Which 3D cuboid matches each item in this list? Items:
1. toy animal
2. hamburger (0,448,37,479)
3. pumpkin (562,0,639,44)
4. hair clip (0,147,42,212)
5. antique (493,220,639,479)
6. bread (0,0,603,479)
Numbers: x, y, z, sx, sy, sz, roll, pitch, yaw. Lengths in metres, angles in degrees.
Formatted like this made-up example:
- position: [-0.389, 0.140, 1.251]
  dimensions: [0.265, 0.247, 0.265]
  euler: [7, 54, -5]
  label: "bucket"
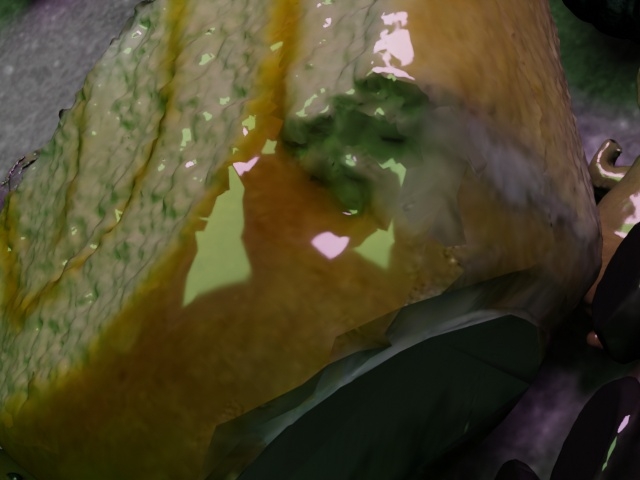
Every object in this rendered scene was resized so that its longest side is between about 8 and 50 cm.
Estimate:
- position: [0.202, -0.022, 0.793]
  dimensions: [0.101, 0.103, 0.219]
  euler: [33, 80, 16]
  label: "toy animal"
- position: [-0.149, 0.232, 0.717]
  dimensions: [0.288, 0.168, 0.192]
  euler: [24, 60, -4]
  label: "hamburger"
- position: [0.228, -0.216, 0.844]
  dimensions: [0.194, 0.150, 0.194]
  euler: [-19, 37, 15]
  label: "pumpkin"
- position: [-0.212, 0.000, 0.989]
  dimensions: [0.146, 0.056, 0.187]
  euler: [-36, 52, -4]
  label: "hair clip"
- position: [0.215, 0.151, 0.607]
  dimensions: [0.255, 0.185, 0.322]
  euler: [24, 98, 1]
  label: "antique"
- position: [0.007, -0.003, 0.700]
  dimensions: [0.395, 0.239, 0.264]
  euler: [-49, 39, 18]
  label: "bread"
